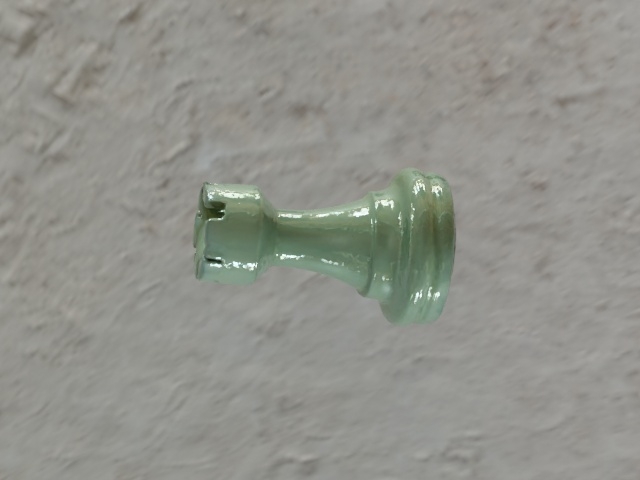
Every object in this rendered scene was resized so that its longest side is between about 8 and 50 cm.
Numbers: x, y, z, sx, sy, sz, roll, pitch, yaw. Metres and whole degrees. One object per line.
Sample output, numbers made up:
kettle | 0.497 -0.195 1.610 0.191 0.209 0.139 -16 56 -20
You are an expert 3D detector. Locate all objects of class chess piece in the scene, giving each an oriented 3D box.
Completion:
chess piece | 0.000 0.000 0.822 0.103 0.067 0.067 4 77 -10
